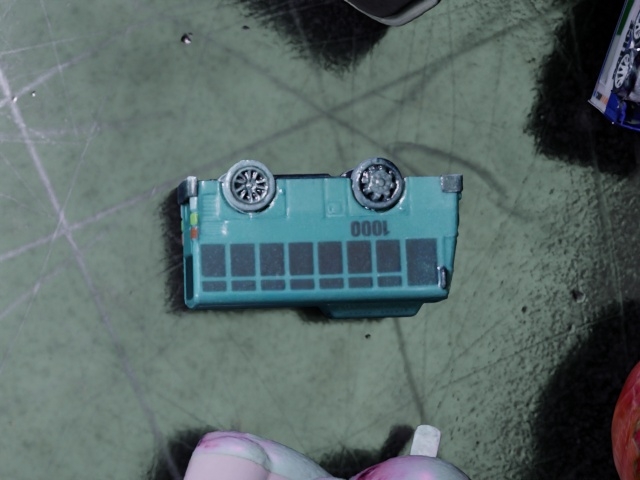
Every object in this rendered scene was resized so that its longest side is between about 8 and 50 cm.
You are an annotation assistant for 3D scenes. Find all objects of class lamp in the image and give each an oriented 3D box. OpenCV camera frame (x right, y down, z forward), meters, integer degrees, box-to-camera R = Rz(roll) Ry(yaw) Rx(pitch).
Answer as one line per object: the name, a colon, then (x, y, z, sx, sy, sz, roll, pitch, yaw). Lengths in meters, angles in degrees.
lamp: (0.023, 0.265, 1.768, 0.301, 0.247, 0.247, 15, 43, 1)

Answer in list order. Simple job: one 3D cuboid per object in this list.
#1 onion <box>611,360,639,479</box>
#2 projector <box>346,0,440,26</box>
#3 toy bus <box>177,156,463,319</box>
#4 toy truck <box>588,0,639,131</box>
onion: (0.434, 0.183, 1.771, 0.354, 0.353, 0.353, 1, 86, -11)
projector: (0.066, -0.373, 1.779, 0.248, 0.248, 0.249, 38, 82, -8)
toy bus: (0.000, 0.000, 1.806, 0.256, 0.128, 0.147, -1, 88, -9)
toy truck: (0.354, -0.231, 1.842, 0.124, 0.155, 0.268, 16, 101, -10)
